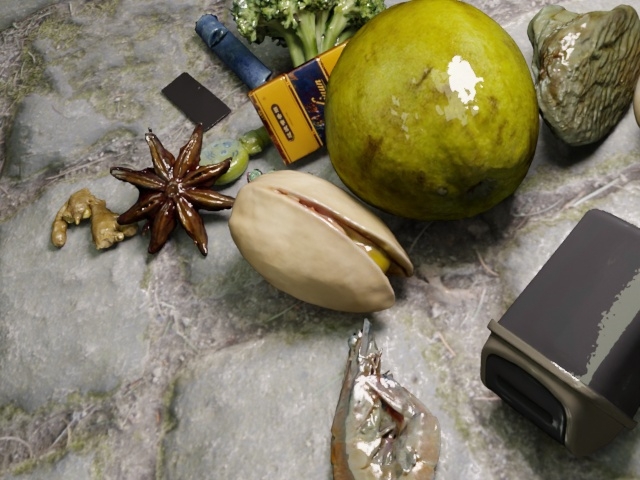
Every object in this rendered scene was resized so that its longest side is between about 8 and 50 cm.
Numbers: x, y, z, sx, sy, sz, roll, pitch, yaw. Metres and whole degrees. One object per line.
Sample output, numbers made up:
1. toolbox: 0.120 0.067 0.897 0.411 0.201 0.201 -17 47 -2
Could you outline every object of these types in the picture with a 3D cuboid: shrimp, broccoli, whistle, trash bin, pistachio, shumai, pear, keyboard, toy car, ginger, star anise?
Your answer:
1. shrimp: 0.095 0.256 1.268 0.164 0.062 0.317 -7 58 12
2. broccoli: -0.015 -0.439 1.693 0.288 0.260 0.235 6 45 23
3. whistle: -0.151 -0.177 1.681 0.198 0.057 0.104 -32 46 -13
4. trash bin: 0.362 0.122 1.148 0.290 0.182 0.209 -55 42 1
5. pistachio: 0.000 0.000 1.391 0.318 0.214 0.193 24 66 20
6. shumai: 0.407 -0.288 1.450 0.203 0.222 0.272 17 39 43
7. pear: 0.180 -0.205 1.393 0.352 0.352 0.413 -24 49 4
8. keyboard: -0.267 -0.299 1.835 0.074 0.015 0.196 -43 52 -6
9. toy car: -0.072 -0.104 1.589 0.142 0.069 0.055 11 100 28
10. whistle: -0.180 -0.397 1.840 0.062 0.062 0.304 -36 51 -6
11. ginger: -0.458 -0.044 1.703 0.193 0.052 0.176 -22 57 7
12. star anise: -0.265 -0.089 1.625 0.272 0.102 0.272 -1 86 9

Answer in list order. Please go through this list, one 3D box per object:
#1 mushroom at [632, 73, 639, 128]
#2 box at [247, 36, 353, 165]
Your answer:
1. mushroom: 0.609 -0.205 1.312 0.260 0.254 0.234 -26 93 -15
2. box: 0.001 -0.264 1.613 0.237 0.152 0.070 -28 15 -1
